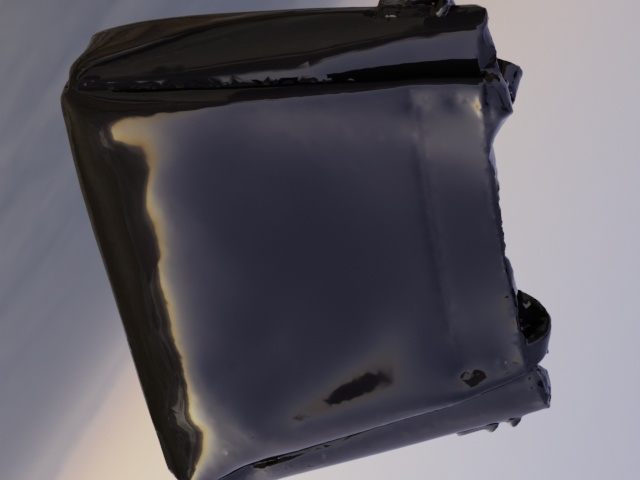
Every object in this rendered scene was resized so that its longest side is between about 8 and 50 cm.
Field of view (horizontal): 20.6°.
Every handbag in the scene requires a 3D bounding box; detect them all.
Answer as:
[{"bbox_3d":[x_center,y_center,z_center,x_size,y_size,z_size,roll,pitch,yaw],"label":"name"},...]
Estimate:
[{"bbox_3d":[0.000,0.000,1.017,0.113,0.257,0.285,-78,159,-63],"label":"handbag"}]
